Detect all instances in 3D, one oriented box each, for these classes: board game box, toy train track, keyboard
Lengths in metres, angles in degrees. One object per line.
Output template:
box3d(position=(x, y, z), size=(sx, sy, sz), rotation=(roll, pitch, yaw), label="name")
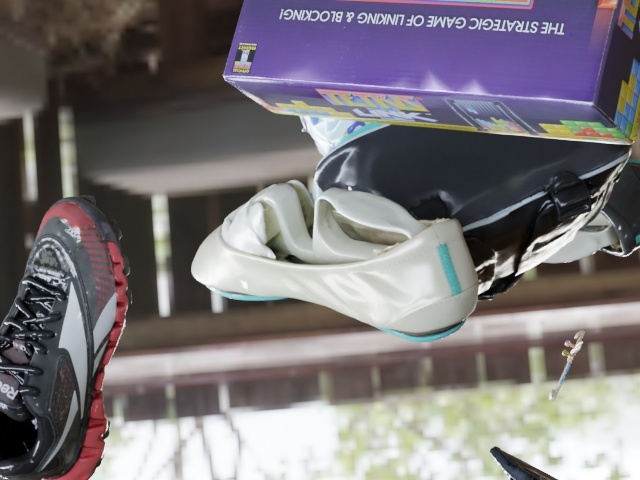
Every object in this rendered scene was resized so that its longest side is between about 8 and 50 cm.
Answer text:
box3d(position=(0.056, -0.117, 0.772), size=(0.170, 0.141, 0.048), rotation=(7, 165, 32), label="board game box")
box3d(position=(0.255, 0.129, 1.999), size=(0.014, 0.083, 0.048), rotation=(26, 159, 2), label="toy train track")
box3d(position=(0.233, 0.248, 1.693), size=(0.192, 0.038, 0.100), rotation=(28, -176, -25), label="keyboard")

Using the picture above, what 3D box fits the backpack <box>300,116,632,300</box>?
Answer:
box3d(position=(0.100, -0.048, 1.400), size=(0.225, 0.191, 0.253), rotation=(-25, 163, -2), label="backpack")

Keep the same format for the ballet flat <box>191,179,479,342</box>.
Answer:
box3d(position=(0.000, 0.000, 1.218), size=(0.086, 0.086, 0.248), rotation=(3, -174, -45), label="ballet flat")

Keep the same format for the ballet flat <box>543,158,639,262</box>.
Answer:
box3d(position=(0.165, -0.029, 1.669), size=(0.280, 0.096, 0.095), rotation=(2, 139, 37), label="ballet flat")

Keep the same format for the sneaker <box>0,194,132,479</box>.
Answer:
box3d(position=(-0.247, 0.097, 1.722), size=(0.098, 0.276, 0.135), rotation=(16, -167, 33), label="sneaker")
